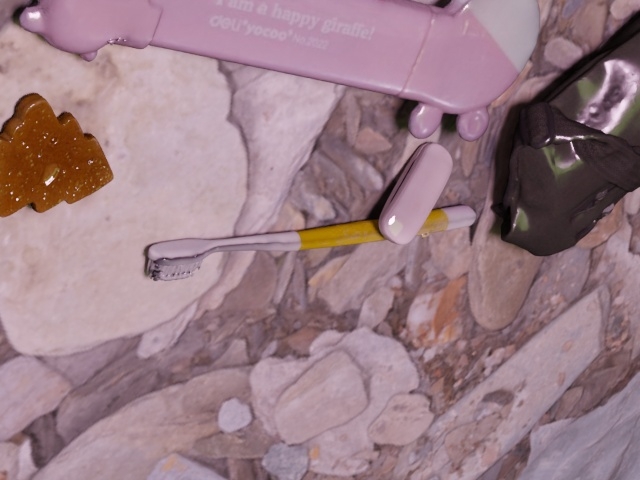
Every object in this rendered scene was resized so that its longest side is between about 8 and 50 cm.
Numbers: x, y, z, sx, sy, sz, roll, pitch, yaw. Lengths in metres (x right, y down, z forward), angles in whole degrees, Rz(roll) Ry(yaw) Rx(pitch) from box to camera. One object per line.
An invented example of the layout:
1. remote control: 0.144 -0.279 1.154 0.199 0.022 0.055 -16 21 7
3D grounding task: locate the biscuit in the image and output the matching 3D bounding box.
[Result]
1. biscuit: -0.172 -0.051 0.976 0.092 0.016 0.082 7 108 -41

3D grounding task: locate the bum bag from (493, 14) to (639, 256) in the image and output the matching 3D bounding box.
1. bum bag: 0.262 -0.115 1.220 0.326 0.080 0.142 -43 138 -8

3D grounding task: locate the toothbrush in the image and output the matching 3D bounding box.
1. toothbrush: 0.000 0.000 1.137 0.288 0.021 0.024 -8 133 -33

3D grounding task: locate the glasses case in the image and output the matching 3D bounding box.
1. glasses case: 0.072 -0.035 1.155 0.032 0.021 0.083 38 74 -32

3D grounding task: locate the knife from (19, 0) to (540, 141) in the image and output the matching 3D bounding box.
1. knife: -0.011 -0.146 1.023 0.398 0.038 0.132 6 112 -38
